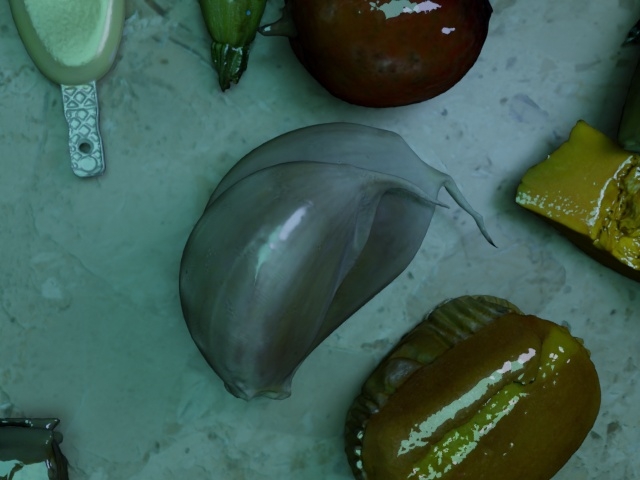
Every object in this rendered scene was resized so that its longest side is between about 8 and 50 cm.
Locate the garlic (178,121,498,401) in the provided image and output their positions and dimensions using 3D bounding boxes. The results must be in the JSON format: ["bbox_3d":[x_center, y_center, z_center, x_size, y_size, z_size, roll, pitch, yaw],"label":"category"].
[{"bbox_3d":[0.000,0.000,1.079,0.340,0.231,0.246,-33,90,-2],"label":"garlic"}]

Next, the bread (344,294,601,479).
[{"bbox_3d":[0.163,0.191,1.132,0.288,0.156,0.204,-38,96,-9],"label":"bread"}]

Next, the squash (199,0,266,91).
[{"bbox_3d":[-0.092,-0.336,1.146,0.094,0.094,0.341,7,88,-8],"label":"squash"}]

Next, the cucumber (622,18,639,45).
[{"bbox_3d":[0.427,-0.278,1.243,0.155,0.037,0.037,-35,93,-8],"label":"cucumber"}]

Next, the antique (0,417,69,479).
[{"bbox_3d":[-0.315,0.329,1.074,0.150,0.125,0.284,1,88,-9],"label":"antique"}]

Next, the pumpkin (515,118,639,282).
[{"bbox_3d":[0.360,-0.029,1.192,0.248,0.126,0.131,35,96,15],"label":"pumpkin"}]

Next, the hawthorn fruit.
[{"bbox_3d":[0.056,-0.244,1.109,0.249,0.215,0.215,-8,89,-10],"label":"hawthorn fruit"}]

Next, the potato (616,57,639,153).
[{"bbox_3d":[0.520,-0.217,1.130,0.330,0.212,0.280,12,75,-23],"label":"potato"}]

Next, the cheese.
[{"bbox_3d":[-0.267,-0.195,1.135,0.127,0.054,0.252,-8,90,-5],"label":"cheese"}]
